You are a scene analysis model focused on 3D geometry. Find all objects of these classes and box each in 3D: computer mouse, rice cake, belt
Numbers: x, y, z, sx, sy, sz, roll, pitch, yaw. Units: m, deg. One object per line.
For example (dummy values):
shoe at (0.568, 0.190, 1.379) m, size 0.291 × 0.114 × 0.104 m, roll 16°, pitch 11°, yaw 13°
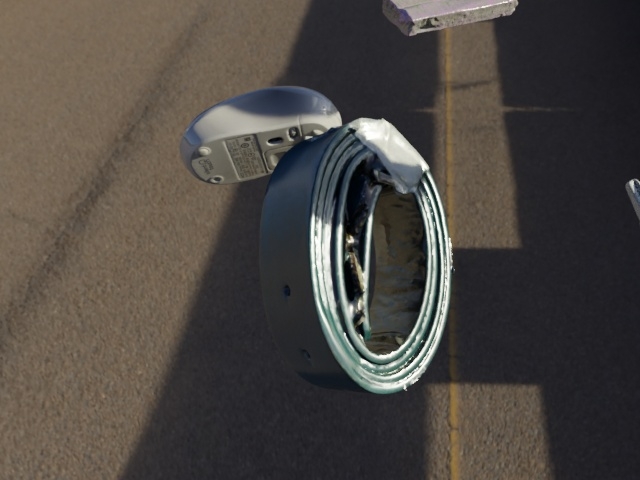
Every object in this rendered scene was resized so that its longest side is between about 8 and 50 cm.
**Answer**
computer mouse at (-0.111, -0.204, 1.254) m, size 0.297 × 0.184 × 0.121 m, roll -13°, pitch 66°, yaw 5°
rice cake at (0.285, -0.510, 1.490) m, size 0.298 × 0.050 × 0.106 m, roll -18°, pitch 56°, yaw -21°
belt at (0.061, 0.025, 1.112) m, size 0.300 × 0.436 × 0.173 m, roll 6°, pitch -7°, yaw -37°

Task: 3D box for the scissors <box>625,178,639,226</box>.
scissors at (0.761, -0.029, 1.567) m, size 0.031 × 0.242 × 0.118 m, roll -26°, pitch 3°, yaw -10°
